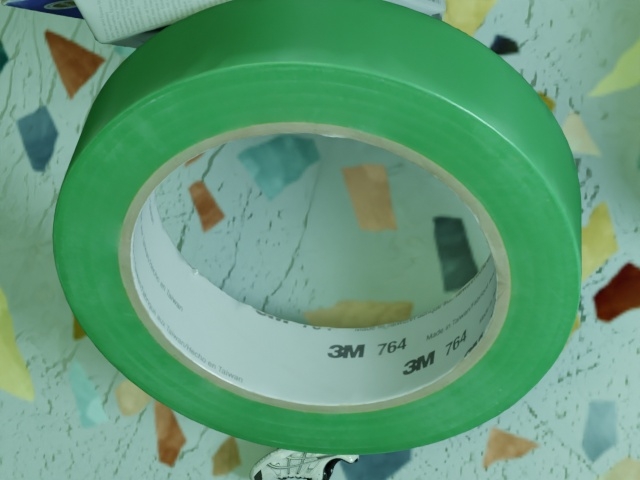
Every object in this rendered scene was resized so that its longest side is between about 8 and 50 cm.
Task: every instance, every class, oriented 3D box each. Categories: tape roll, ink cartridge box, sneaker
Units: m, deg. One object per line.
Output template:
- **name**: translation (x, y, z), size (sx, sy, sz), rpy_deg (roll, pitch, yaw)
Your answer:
- **tape roll**: translation (0.000, 0.000, 1.015), size (0.321, 0.077, 0.321), rpy_deg (4, 131, 5)
- **ink cartridge box**: translation (-0.055, -0.151, 1.069), size (0.224, 0.223, 0.045), rpy_deg (-11, 88, 22)
- **sneaker**: translation (-0.011, 0.157, 1.144), size (0.083, 0.032, 0.037), rpy_deg (-31, 77, 18)
